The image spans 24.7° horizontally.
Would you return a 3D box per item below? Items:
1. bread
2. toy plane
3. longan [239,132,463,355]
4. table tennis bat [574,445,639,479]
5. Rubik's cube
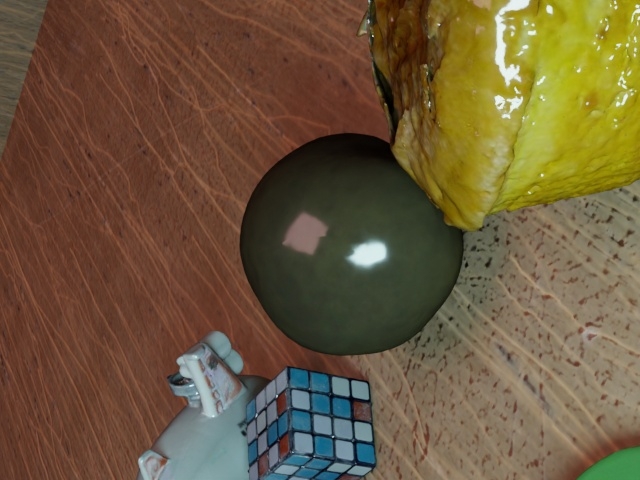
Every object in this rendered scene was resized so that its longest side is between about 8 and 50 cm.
[{"bbox_3d":[0.142,-0.197,1.044,0.337,0.204,0.358,-119,27,-63],"label":"bread"},{"bbox_3d":[-0.103,0.216,1.461,0.118,0.252,0.252,0,75,27],"label":"toy plane"},{"bbox_3d":[0.026,0.005,1.287,0.220,0.197,0.196,27,103,54],"label":"longan"},{"bbox_3d":[0.224,0.227,0.928,0.160,0.039,0.257,-58,29,3],"label":"table tennis bat"},{"bbox_3d":[-0.011,0.185,1.390,0.092,0.092,0.092,-47,38,48],"label":"Rubik's cube"}]
